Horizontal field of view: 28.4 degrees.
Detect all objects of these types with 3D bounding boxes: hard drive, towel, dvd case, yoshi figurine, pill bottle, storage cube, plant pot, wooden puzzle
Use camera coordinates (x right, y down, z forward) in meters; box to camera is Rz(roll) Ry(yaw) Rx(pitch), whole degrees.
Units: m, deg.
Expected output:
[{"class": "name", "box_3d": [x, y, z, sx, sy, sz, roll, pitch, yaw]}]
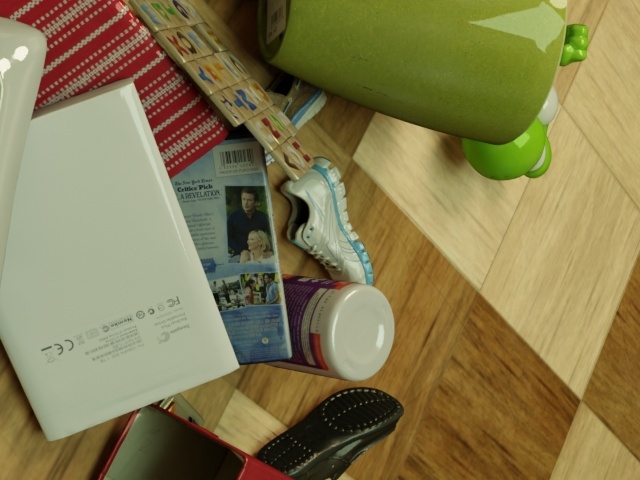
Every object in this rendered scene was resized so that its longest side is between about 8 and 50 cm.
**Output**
[{"class": "hard drive", "box_3d": [-0.230, 0.024, 1.247, 0.210, 0.040, 0.319, -21, 112, -6]}, {"class": "towel", "box_3d": [-0.242, -0.143, 1.225, 0.198, 0.031, 0.275, -35, 126, 7]}, {"class": "dvd case", "box_3d": [-0.135, 0.015, 1.340, 0.022, 0.180, 0.253, -73, 157, -76]}, {"class": "yoshi figurine", "box_3d": [0.241, -0.233, 1.679, 0.203, 0.203, 0.362, -25, 114, -24]}, {"class": "pill bottle", "box_3d": [-0.021, 0.094, 1.428, 0.108, 0.193, 0.108, -6, 98, -46]}, {"class": "storage cube", "box_3d": [-0.118, 0.307, 1.339, 0.193, 0.215, 0.184, 37, 76, -42]}, {"class": "plant pot", "box_3d": [0.086, -0.256, 1.446, 0.293, 0.275, 0.275, 3, 92, -20]}, {"class": "wooden puzzle", "box_3d": [-0.165, 0.212, 1.421, 0.116, 0.014, 0.079, 46, 62, -37]}]

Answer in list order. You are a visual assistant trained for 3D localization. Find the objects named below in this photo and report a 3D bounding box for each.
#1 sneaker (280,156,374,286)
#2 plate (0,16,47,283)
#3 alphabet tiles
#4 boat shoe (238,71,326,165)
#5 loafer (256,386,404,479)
[{"class": "sneaker", "box_3d": [0.000, 0.000, 1.539, 0.083, 0.071, 0.191, -31, 107, -32]}, {"class": "plate", "box_3d": [-0.389, -0.083, 1.086, 0.277, 0.045, 0.278, 12, 87, -26]}, {"class": "alphabet tiles", "box_3d": [-0.091, -0.160, 1.306, 0.237, 0.009, 0.198, 49, 14, -4]}, {"class": "boat shoe", "box_3d": [-0.064, -0.141, 1.461, 0.066, 0.066, 0.183, 60, 45, -25]}, {"class": "loafer", "box_3d": [0.010, 0.254, 1.570, 0.220, 0.080, 0.078, -23, 133, -31]}]
